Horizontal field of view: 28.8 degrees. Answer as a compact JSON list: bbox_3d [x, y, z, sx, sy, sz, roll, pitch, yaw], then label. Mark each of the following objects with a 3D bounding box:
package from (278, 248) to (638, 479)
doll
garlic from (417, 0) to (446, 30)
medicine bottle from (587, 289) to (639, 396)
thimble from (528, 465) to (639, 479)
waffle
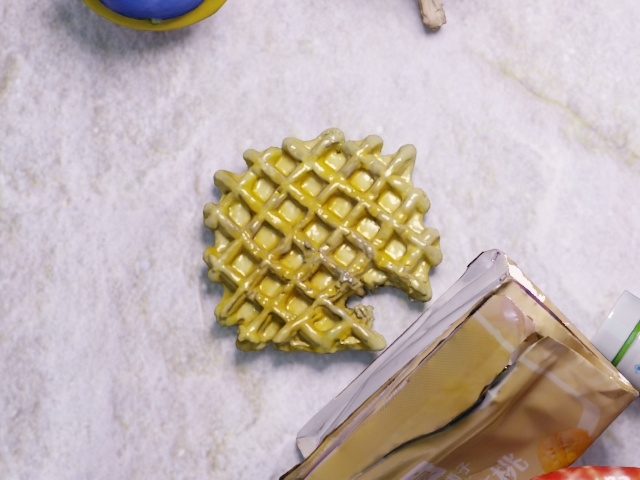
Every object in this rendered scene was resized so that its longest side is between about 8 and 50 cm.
[{"bbox_3d":[0.118,0.181,1.211,0.311,0.165,0.221,-45,75,13],"label":"package"},{"bbox_3d":[-0.135,-0.329,1.390,0.310,0.243,0.160,-9,111,5],"label":"doll"},{"bbox_3d":[0.114,-0.352,1.353,0.245,0.245,0.253,4,112,9],"label":"garlic"},{"bbox_3d":[0.364,0.134,1.262,0.183,0.086,0.086,33,85,12],"label":"medicine bottle"},{"bbox_3d":[0.253,0.380,1.111,0.350,0.230,0.350,-7,73,21],"label":"thimble"},{"bbox_3d":[0.000,0.001,1.355,0.261,0.056,0.250,-5,77,9],"label":"waffle"}]
